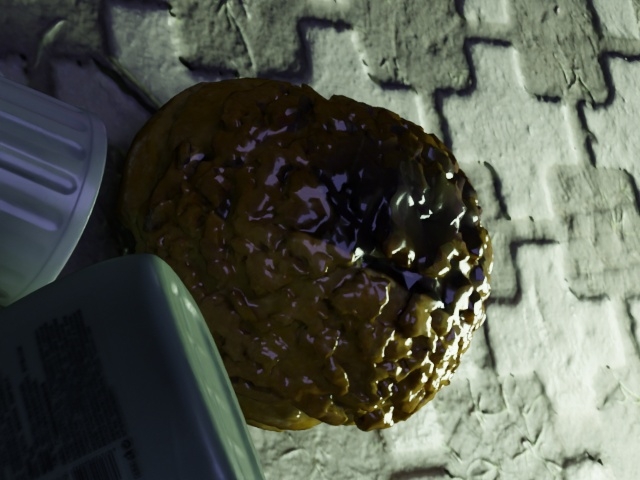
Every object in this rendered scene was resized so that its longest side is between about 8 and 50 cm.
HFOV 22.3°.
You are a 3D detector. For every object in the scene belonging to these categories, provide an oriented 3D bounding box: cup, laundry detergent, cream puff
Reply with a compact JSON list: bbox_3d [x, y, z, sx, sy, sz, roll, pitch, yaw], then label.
[{"bbox_3d":[-0.297,-0.065,1.251,0.202,0.221,0.167,25,92,-28],"label":"cup"},{"bbox_3d":[-0.236,0.194,1.040,0.125,0.398,0.264,59,7,-62],"label":"laundry detergent"},{"bbox_3d":[0.000,0.000,1.404,0.327,0.231,0.343,-30,93,-40],"label":"cream puff"}]
